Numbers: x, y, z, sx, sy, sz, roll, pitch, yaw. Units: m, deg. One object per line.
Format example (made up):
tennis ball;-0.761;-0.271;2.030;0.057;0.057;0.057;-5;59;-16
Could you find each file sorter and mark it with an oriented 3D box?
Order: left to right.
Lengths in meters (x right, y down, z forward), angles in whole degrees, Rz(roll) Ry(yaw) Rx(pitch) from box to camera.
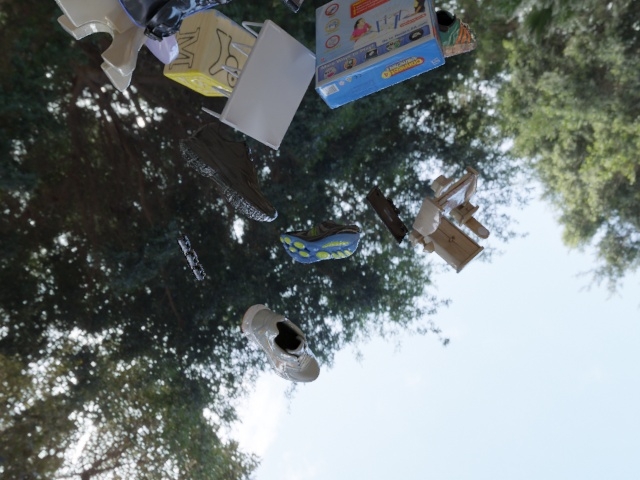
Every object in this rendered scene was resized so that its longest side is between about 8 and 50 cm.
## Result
file sorter;-0.173;-0.434;1.325;0.173;0.193;0.277;34;-80;45

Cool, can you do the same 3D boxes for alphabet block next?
alphabet block;-0.348;-0.583;1.510;0.194;0.192;0.197;13;-91;37

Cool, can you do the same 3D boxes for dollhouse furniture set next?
dollhouse furniture set;0.438;-0.083;1.396;0.303;0.355;0.174;-36;-113;-25

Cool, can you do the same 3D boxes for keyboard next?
keyboard;0.204;-0.081;1.442;0.023;0.180;0.108;-23;-160;42

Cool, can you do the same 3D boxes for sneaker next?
sneaker;-0.197;-0.166;1.150;0.130;0.286;0.109;-49;-163;-22
sneaker;-0.066;0.253;1.086;0.121;0.262;0.099;5;-128;47
sneaker;0.000;0.000;0.976;0.188;0.067;0.078;-4;-148;34
sneaker;0.378;-0.608;1.389;0.108;0.121;0.302;11;-149;34

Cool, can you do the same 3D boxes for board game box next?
board game box;0.138;-0.522;1.209;0.308;0.086;0.301;-15;-122;26

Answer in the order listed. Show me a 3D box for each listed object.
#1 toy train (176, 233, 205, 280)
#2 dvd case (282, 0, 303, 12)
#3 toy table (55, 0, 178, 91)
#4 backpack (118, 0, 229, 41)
toy train;-0.317;0.042;1.173;0.027;0.158;0.036;-13;-134;-2
dvd case;-0.110;-0.797;1.431;0.030;0.179;0.238;-36;-154;39
toy table;-0.438;-0.465;1.030;0.161;0.274;0.252;-45;-125;-15
backpack;-0.218;-0.490;0.757;0.264;0.276;0.213;-10;-103;0
